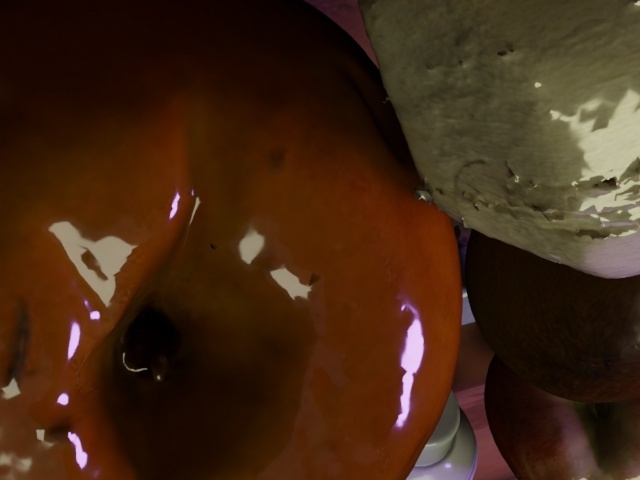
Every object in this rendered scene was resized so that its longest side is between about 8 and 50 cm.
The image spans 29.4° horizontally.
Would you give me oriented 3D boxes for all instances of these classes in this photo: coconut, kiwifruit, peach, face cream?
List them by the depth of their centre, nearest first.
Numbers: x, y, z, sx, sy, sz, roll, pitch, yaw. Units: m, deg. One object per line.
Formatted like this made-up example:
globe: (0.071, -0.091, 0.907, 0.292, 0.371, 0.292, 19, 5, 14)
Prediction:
coconut: (0.155, -0.112, 0.520, 0.247, 0.245, 0.245, -15, 155, 20)
peach: (-0.107, 0.024, 0.613, 0.342, 0.343, 0.301, -2, -164, -21)
kiwifruit: (0.215, 0.010, 0.853, 0.196, 0.196, 0.234, 8, 150, -37)
peach: (0.282, 0.172, 1.195, 0.232, 0.232, 0.256, -19, 163, 15)
face cream: (0.095, 0.234, 1.317, 0.145, 0.145, 0.370, -10, 155, -5)

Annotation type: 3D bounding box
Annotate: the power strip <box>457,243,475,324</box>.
power strip: (0.046, 0.059, 1.033, 0.193, 0.059, 0.265, -16, 154, 9)

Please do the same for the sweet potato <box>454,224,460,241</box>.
sweet potato: (0.000, 0.000, 0.888, 0.206, 0.060, 0.068, -5, 165, 0)
